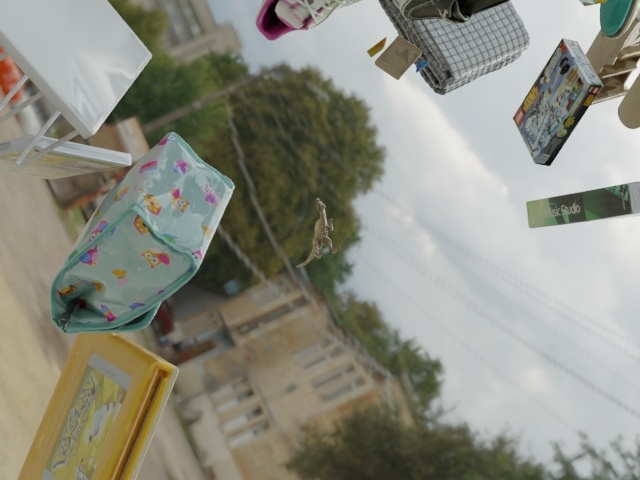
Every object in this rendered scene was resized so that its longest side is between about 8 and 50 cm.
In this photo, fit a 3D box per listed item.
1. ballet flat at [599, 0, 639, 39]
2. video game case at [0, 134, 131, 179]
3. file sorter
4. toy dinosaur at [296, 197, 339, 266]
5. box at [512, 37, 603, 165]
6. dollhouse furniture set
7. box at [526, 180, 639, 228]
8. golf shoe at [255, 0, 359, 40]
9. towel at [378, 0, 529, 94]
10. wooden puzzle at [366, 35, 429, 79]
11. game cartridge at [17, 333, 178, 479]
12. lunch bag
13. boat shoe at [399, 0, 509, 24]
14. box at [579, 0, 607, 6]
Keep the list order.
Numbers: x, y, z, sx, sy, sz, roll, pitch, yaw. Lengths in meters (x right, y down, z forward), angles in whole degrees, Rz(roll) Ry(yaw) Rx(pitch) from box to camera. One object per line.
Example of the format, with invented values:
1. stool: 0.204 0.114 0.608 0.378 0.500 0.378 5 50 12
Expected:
1. ballet flat: 0.526 -0.459 1.960 0.086 0.086 0.248 -143 -123 -74
2. video game case: -0.447 -0.132 1.890 0.212 0.193 0.023 9 78 -54
3. file sorter: -0.397 -0.261 1.502 0.278 0.173 0.193 51 37 -23
4. toy dinosaur: 0.000 0.000 2.546 0.092 0.053 0.183 -122 -140 -53
5. box: 0.302 -0.176 1.500 0.094 0.027 0.137 -106 -147 -42
6. dollhouse furniture set: 0.764 -0.311 2.550 0.394 0.362 0.256 51 -40 26
7. box: 0.534 -0.068 2.016 0.322 0.232 0.058 166 -83 -69
8. golf shoe: 0.014 -0.382 1.786 0.115 0.140 0.306 44 -30 -24
9. towel: 0.281 -0.474 2.513 0.284 0.235 0.121 59 -23 9
10. wooden puzzle: 0.148 -0.347 2.230 0.116 0.078 0.014 47 3 30
11. game cartridge: -0.340 0.278 1.734 0.052 0.285 0.323 24 -5 -31
12. lunch bag: -0.269 0.009 1.698 0.160 0.262 0.223 40 31 -16
13. boat shoe: 0.220 -0.396 1.926 0.078 0.219 0.070 21 64 -44
14. box: 0.397 -0.417 1.771 0.179 0.043 0.105 -9 89 -72
